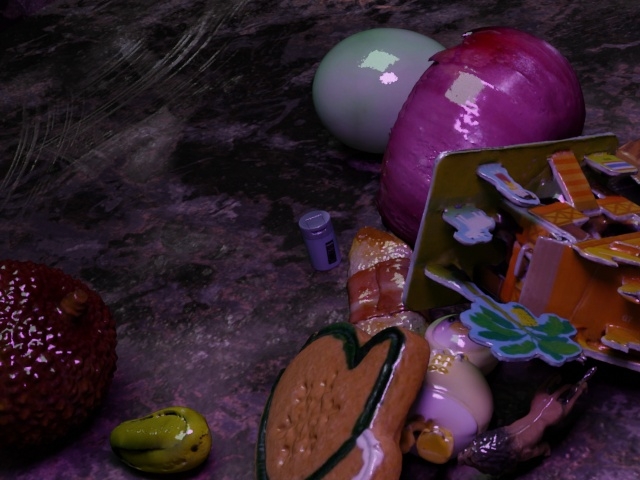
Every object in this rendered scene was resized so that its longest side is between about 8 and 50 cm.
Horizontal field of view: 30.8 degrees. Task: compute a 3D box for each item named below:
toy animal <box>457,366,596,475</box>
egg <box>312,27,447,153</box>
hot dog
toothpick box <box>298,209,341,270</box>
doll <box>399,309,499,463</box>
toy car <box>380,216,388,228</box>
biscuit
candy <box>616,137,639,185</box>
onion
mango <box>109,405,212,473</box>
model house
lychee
[{"bbox_3d":[0.258,0.220,1.399,0.220,0.086,0.069,-37,63,-22],"label":"toy animal"},{"bbox_3d":[0.119,-0.263,2.042,0.270,0.220,0.220,-5,35,16],"label":"egg"},{"bbox_3d":[0.098,0.093,1.646,0.123,0.093,0.261,-19,49,26],"label":"hot dog"},{"bbox_3d":[0.000,0.000,1.834,0.052,0.083,0.052,-12,34,8],"label":"toothpick box"},{"bbox_3d":[0.161,0.172,1.482,0.141,0.117,0.296,6,39,20],"label":"doll"},{"bbox_3d":[0.123,-0.054,1.899,0.025,0.041,0.093,10,40,40],"label":"toy car"},{"bbox_3d":[0.019,0.215,1.403,0.287,0.057,0.343,-45,26,23],"label":"biscuit"},{"bbox_3d":[0.584,-0.159,1.807,0.271,0.101,0.143,-34,42,-14],"label":"candy"},{"bbox_3d":[0.248,-0.131,1.686,0.345,0.358,0.358,24,51,39],"label":"onion"},{"bbox_3d":[-0.211,0.267,1.551,0.165,0.074,0.091,-5,39,38],"label":"mango"},{"bbox_3d":[0.322,0.033,1.434,0.358,0.242,0.313,-6,28,-35],"label":"model house"},{"bbox_3d":[-0.416,0.161,1.625,0.304,0.276,0.275,-37,24,29],"label":"lychee"}]
